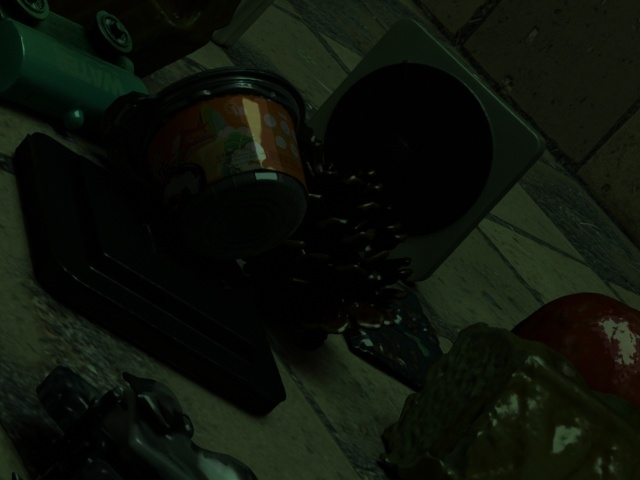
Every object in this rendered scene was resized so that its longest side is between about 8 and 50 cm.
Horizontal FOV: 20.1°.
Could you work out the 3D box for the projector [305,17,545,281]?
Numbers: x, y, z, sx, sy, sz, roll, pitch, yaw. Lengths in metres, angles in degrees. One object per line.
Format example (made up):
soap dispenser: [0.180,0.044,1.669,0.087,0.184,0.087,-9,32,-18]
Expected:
projector: [0.123,-0.118,2.378,0.257,0.259,0.079,45,14,11]

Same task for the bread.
bread: [0.212,0.216,1.821,0.252,0.238,0.196,42,-26,-14]

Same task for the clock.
clock: [-0.156,0.023,1.694,0.273,0.049,0.279,34,17,-30]

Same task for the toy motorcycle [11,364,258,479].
toy motorcycle: [-0.111,0.187,1.211,0.188,0.143,0.327,46,-2,-17]

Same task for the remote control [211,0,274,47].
remote control: [-0.080,-0.378,2.650,0.049,0.230,0.090,52,18,22]

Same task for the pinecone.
pinecone: [-0.002,0.000,1.867,0.185,0.168,0.212,4,-61,49]

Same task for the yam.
yam: [-0.148,-0.090,1.928,0.183,0.107,0.107,23,24,-47]

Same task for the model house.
model house: [-0.205,-0.292,2.146,0.173,0.268,0.239,58,9,-25]

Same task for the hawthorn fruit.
hawthorn fruit: [0.304,0.203,2.083,0.242,0.242,0.272,37,45,-18]

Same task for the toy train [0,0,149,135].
toy train: [-0.277,-0.183,1.906,0.248,0.101,0.159,21,41,-52]

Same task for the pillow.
pillow: [0.075,0.089,2.126,0.189,0.034,0.255,31,20,-30]

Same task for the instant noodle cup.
instant noodle cup: [-0.086,-0.061,1.722,0.208,0.177,0.125,-4,54,-22]
